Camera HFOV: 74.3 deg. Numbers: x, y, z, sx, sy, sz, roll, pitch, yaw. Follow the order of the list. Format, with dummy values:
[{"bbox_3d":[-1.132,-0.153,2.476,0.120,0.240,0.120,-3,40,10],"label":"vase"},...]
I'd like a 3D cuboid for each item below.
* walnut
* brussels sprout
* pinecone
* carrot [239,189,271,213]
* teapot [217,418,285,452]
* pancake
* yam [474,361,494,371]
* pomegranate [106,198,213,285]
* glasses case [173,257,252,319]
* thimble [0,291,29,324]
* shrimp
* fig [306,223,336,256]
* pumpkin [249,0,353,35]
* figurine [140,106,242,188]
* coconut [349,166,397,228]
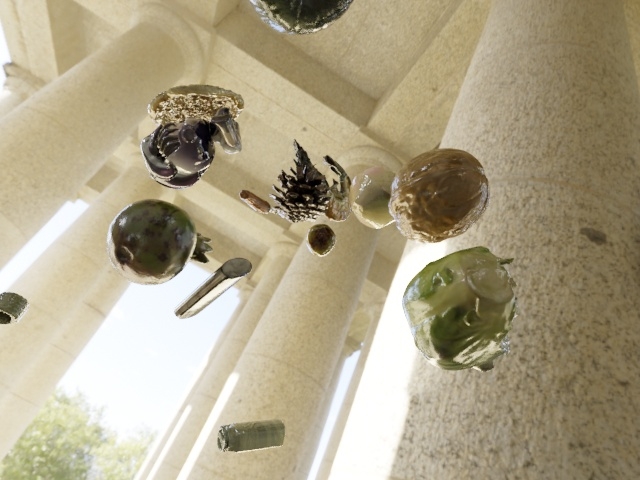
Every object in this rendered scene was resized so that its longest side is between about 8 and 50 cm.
[{"bbox_3d":[0.361,-0.139,1.321,0.313,0.252,0.277,-21,-80,26],"label":"walnut"},{"bbox_3d":[0.381,0.193,1.141,0.314,0.276,0.371,-4,-39,9],"label":"brussels sprout"},{"bbox_3d":[-0.068,-0.163,1.492,0.229,0.202,0.201,-5,-87,37],"label":"pinecone"},{"bbox_3d":[-0.269,-0.159,1.731,0.060,0.060,0.186,2,-17,31],"label":"carrot"},{"bbox_3d":[-0.220,0.596,1.310,0.200,0.077,0.107,9,4,-31],"label":"teapot"},{"bbox_3d":[-0.370,-0.394,1.279,0.282,0.049,0.282,-11,-13,-3],"label":"pancake"},{"bbox_3d":[0.574,0.446,1.633,0.081,0.081,0.357,23,-7,5],"label":"yam"},{"bbox_3d":[-0.428,-0.004,1.184,0.242,0.306,0.242,13,-70,40],"label":"pomegranate"},{"bbox_3d":[-0.329,0.148,1.278,0.299,0.114,0.060,-37,-101,36],"label":"glasses case"},{"bbox_3d":[-0.872,0.190,1.174,0.110,0.062,0.084,-19,-52,27],"label":"thimble"},{"bbox_3d":[0.020,-0.291,1.916,0.085,0.272,0.445,-10,-53,47],"label":"shrimp"},{"bbox_3d":[0.001,-0.001,1.909,0.136,0.121,0.153,13,-74,-5],"label":"fig"},{"bbox_3d":[-0.038,-0.646,1.009,0.300,0.207,0.300,-15,-44,-15],"label":"pumpkin"},{"bbox_3d":[-0.280,-0.202,0.936,0.222,0.145,0.145,-19,-45,3],"label":"figurine"},{"bbox_3d":[0.237,-0.174,1.769,0.259,0.259,0.259,17,-35,13],"label":"coconut"}]
